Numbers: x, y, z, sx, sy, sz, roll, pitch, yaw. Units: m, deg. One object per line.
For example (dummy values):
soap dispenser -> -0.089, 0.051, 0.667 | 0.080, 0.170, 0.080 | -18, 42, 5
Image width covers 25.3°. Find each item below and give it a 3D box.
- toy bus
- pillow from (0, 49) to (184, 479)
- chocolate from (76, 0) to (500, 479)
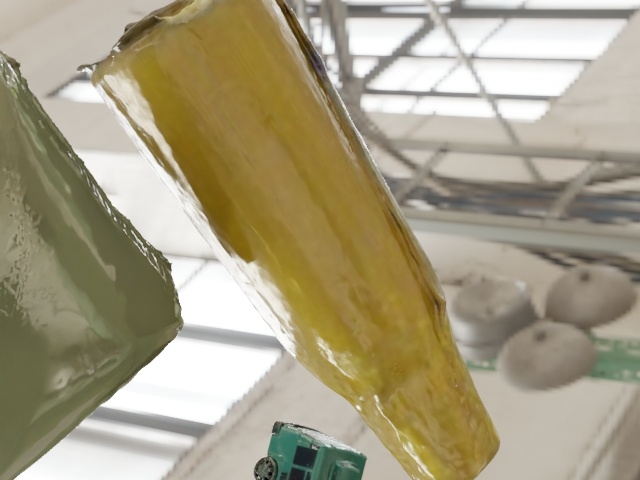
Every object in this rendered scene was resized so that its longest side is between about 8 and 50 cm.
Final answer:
toy bus -> -0.016, 0.262, 1.376 | 0.079, 0.092, 0.160 | 23, -102, -47
pillow -> -0.241, 0.037, 0.951 | 0.255, 0.120, 0.322 | -41, -39, -9
chocolate -> 0.000, 0.000, 1.122 | 0.445, 0.162, 0.162 | 56, -136, -10
